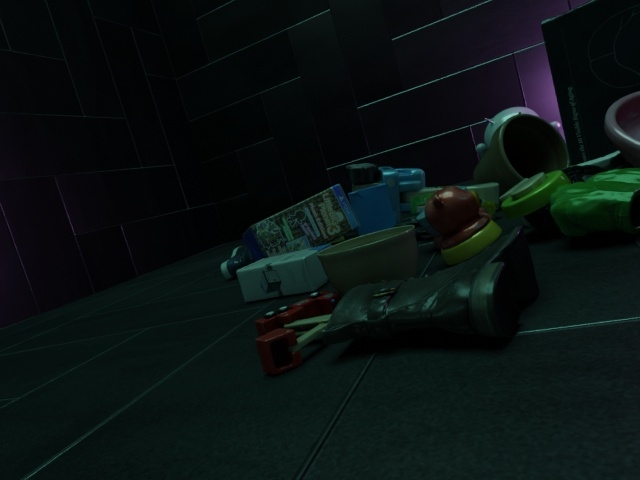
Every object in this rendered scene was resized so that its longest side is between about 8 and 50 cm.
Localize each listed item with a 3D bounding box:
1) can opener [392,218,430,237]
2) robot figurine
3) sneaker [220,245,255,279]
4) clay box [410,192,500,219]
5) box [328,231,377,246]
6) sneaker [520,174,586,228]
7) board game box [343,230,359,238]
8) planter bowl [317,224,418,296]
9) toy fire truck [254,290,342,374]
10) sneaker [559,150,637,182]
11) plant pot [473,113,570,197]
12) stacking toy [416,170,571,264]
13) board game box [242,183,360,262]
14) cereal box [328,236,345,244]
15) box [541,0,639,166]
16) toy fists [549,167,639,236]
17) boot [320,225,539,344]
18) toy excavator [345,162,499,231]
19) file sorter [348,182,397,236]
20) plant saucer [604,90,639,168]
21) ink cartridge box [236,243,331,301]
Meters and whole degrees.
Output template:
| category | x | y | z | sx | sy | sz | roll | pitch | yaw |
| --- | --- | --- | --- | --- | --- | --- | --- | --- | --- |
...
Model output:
| category | x | y | z | sx | sy | sz | roll | pitch | yaw |
| --- | --- | --- | --- | --- | --- | --- | --- | --- | --- |
| can opener | 0.279 | -0.034 | 1.264 | 0.186 | 0.059 | 0.073 | -12 | 7 | 39 |
| robot figurine | 0.729 | -0.344 | 1.718 | 0.300 | 0.199 | 0.353 | -14 | -37 | 38 |
| sneaker | -0.232 | 0.051 | 1.628 | 0.163 | 0.086 | 0.226 | -26 | 13 | 15 |
| clay box | 0.363 | -0.081 | 1.249 | 0.222 | 0.053 | 0.127 | 10 | -10 | -34 |
| box | 0.064 | 0.028 | 1.331 | 0.191 | 0.045 | 0.184 | -15 | 3 | 18 |
| sneaker | 0.498 | -0.068 | 1.012 | 0.211 | 0.080 | 0.081 | -22 | -19 | -30 |
| board game box | 0.193 | -0.049 | 1.787 | 0.186 | 0.026 | 0.126 | -13 | 7 | 28 |
| planter bowl | 0.086 | 0.049 | 0.759 | 0.162 | 0.109 | 0.162 | -16 | 4 | 1 |
| toy fire truck | -0.024 | 0.123 | 0.677 | 0.192 | 0.047 | 0.135 | -19 | 7 | -35 |
| sneaker | 0.706 | -0.166 | 1.144 | 0.300 | 0.111 | 0.121 | -12 | 3 | 19 |
| plant pot | 0.625 | -0.244 | 1.536 | 0.263 | 0.263 | 0.229 | -18 | -10 | -21 |
| stacking toy | 0.328 | -0.093 | 0.974 | 0.279 | 0.130 | 0.309 | -35 | 2 | 8 |
| board game box | -0.067 | -0.029 | 1.423 | 0.291 | 0.141 | 0.232 | -27 | 2 | -15 |
| cereal box | 0.000 | 0.000 | 1.741 | 0.173 | 0.047 | 0.240 | -16 | 6 | 1 |
| box | 0.904 | -0.427 | 1.219 | 0.297 | 0.479 | 0.472 | -19 | 7 | -42 |
| toy fists | 0.508 | -0.067 | 0.810 | 0.279 | 0.096 | 0.142 | -18 | 19 | -32 |
| boot | 0.145 | 0.059 | 0.617 | 0.229 | 0.091 | 0.263 | -12 | 7 | 37 |
| toy excavator | 0.319 | -0.160 | 1.584 | 0.445 | 0.222 | 0.433 | -6 | 12 | 2 |
| file sorter | 0.172 | -0.081 | 1.460 | 0.118 | 0.170 | 0.104 | -14 | 4 | 16 |
| plant saucer | 0.778 | -0.220 | 0.983 | 0.332 | 0.084 | 0.332 | -8 | 39 | 7 |
| ink cartridge box | -0.074 | 0.074 | 1.092 | 0.191 | 0.082 | 0.140 | -14 | 6 | 29 |
